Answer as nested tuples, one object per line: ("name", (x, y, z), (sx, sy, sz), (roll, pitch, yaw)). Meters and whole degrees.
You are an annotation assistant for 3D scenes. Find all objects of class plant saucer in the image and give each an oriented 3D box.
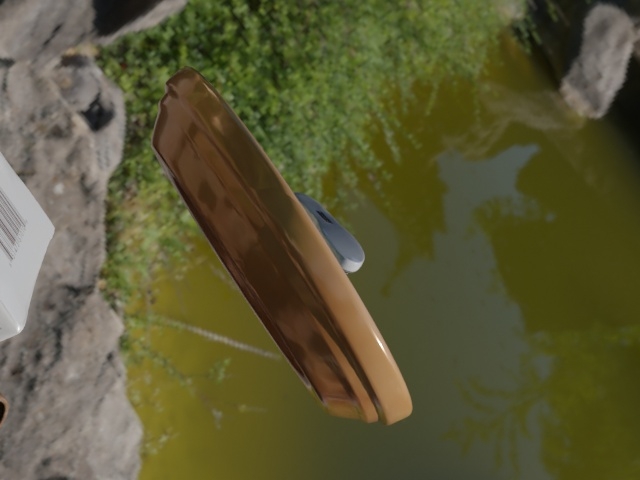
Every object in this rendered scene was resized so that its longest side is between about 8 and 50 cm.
("plant saucer", (-0.026, 0.010, 0.544), (0.200, 0.037, 0.200), (56, -7, 10))

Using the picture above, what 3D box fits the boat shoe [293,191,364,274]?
("boat shoe", (0.000, 0.000, 1.098), (0.049, 0.040, 0.142), (18, 19, -31))

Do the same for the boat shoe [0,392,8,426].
("boat shoe", (-0.439, 0.234, 1.092), (0.324, 0.116, 0.123), (-51, 145, -39))

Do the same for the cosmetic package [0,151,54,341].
("cosmetic package", (-0.495, 0.054, 1.158), (0.217, 0.385, 0.156), (-95, 159, -60))
